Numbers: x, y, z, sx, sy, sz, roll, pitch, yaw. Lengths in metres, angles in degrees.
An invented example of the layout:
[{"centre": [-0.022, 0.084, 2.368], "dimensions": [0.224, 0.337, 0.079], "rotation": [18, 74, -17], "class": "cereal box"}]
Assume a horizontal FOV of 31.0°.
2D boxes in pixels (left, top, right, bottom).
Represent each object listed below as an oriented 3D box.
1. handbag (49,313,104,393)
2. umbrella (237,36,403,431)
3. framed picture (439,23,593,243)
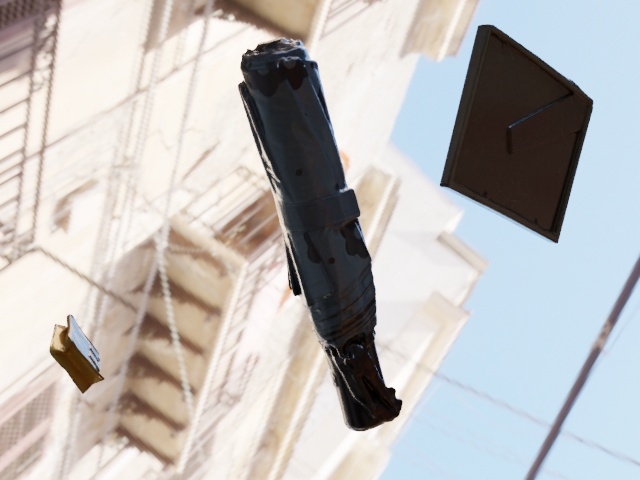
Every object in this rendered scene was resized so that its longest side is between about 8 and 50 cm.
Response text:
[{"centre": [-0.247, 0.114, 1.176], "dimensions": [0.027, 0.083, 0.061], "rotation": [-35, -72, 1], "class": "handbag"}, {"centre": [-0.002, 0.000, 0.711], "dimensions": [0.053, 0.052, 0.250], "rotation": [1, -70, 47], "class": "umbrella"}, {"centre": [0.231, -0.115, 1.314], "dimensions": [0.023, 0.260, 0.189], "rotation": [10, -97, 40], "class": "framed picture"}]
